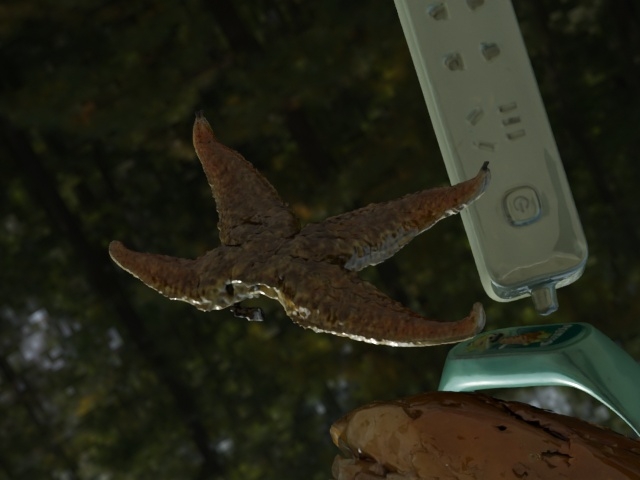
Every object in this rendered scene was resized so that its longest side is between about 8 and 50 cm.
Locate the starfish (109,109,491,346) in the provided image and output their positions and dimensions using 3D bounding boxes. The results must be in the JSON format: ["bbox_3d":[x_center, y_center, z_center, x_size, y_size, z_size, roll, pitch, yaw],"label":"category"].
[{"bbox_3d":[0.001,0.000,1.072,0.247,0.050,0.138,13,-129,27],"label":"starfish"}]

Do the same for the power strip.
[{"bbox_3d":[0.133,-0.122,1.531,0.091,0.385,0.062,-16,168,-2],"label":"power strip"}]

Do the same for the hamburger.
[{"bbox_3d":[0.100,0.189,0.944,0.245,0.260,0.211,-115,-134,-84],"label":"hamburger"}]

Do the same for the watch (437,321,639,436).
[{"bbox_3d":[0.191,0.162,1.489,0.237,0.195,0.068,-10,-165,43],"label":"watch"}]
